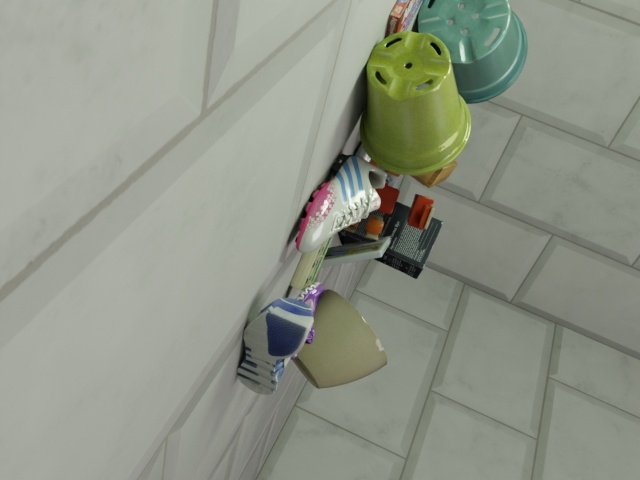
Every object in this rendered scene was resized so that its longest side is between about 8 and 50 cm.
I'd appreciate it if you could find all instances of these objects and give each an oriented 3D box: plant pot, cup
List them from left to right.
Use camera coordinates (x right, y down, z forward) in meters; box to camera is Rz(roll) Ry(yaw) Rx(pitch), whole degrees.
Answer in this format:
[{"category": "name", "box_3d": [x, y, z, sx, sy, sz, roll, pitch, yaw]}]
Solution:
[{"category": "cup", "box_3d": [0.032, 0.367, 2.242, 0.237, 0.331, 0.331, -36, 162, -17]}, {"category": "plant pot", "box_3d": [0.209, -0.331, 1.509, 0.276, 0.276, 0.254, -64, 160, -16]}, {"category": "plant pot", "box_3d": [0.440, -0.612, 1.952, 0.341, 0.341, 0.334, -67, 164, 6]}]

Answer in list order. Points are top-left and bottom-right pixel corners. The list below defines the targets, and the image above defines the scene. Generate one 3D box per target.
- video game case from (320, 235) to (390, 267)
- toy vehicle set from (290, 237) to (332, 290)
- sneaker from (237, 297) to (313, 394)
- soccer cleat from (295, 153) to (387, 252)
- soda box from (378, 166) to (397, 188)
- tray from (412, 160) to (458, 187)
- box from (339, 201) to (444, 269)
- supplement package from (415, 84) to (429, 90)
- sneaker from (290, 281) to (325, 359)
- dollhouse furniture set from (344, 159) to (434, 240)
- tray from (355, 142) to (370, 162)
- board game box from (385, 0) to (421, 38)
[{"category": "video game case", "box_3d": [0.096, 0.036, 1.980, 0.193, 0.213, 0.023, -42, 120, -71]}, {"category": "toy vehicle set", "box_3d": [0.000, 0.000, 1.775, 0.166, 0.035, 0.266, -21, 134, -79]}, {"category": "sneaker", "box_3d": [-0.095, 0.201, 1.497, 0.182, 0.127, 0.315, -64, 179, -43]}, {"category": "soccer cleat", "box_3d": [0.058, -0.083, 1.524, 0.116, 0.143, 0.331, 105, 12, -49]}, {"category": "soda box", "box_3d": [0.288, -0.311, 2.547, 0.091, 0.098, 0.286, 106, 10, -45]}, {"category": "tray", "box_3d": [0.280, -0.248, 1.907, 0.076, 0.203, 0.411, -55, 171, 16]}, {"category": "box", "box_3d": [0.242, -0.022, 2.304, 0.343, 0.313, 0.178, 65, 49, -80]}, {"category": "supplement package", "box_3d": [0.335, -0.400, 2.296, 0.175, 0.178, 0.293, 103, 14, -52]}, {"category": "sneaker", "box_3d": [-0.050, 0.216, 1.709, 0.236, 0.105, 0.095, -53, 174, -25]}, {"category": "dollhouse furniture set", "box_3d": [0.208, -0.122, 1.986, 0.135, 0.259, 0.262, -76, -176, -75]}, {"category": "tray", "box_3d": [0.142, -0.278, 1.856, 0.270, 0.030, 0.145, -61, 173, 0]}, {"category": "board game box", "box_3d": [0.222, -0.584, 1.562, 0.145, 0.027, 0.281, 91, 24, -67]}]
